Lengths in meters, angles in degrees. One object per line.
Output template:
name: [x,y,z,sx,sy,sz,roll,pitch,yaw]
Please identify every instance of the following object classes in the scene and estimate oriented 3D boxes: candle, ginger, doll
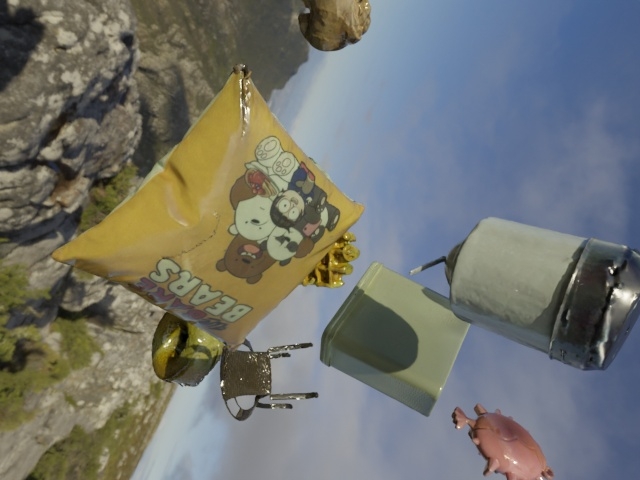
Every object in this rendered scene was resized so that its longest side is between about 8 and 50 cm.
candle: [0.364,0.075,0.779,0.343,0.221,0.221,22,-92,39]
ginger: [0.028,-0.418,0.698,0.213,0.138,0.074,107,0,-47]
doll: [0.447,0.500,1.077,0.211,0.262,0.093,-51,164,-58]

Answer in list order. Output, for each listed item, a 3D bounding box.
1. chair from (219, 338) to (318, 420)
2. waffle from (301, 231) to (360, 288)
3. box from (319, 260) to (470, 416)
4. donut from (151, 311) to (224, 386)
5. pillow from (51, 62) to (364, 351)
chair: [-0.127,0.288,0.926,0.149,0.214,0.174,-40,-132,50]
waffle: [0.001,0.000,1.036,0.219,0.057,0.228,2,-90,42]
box: [0.232,0.278,1.296,0.352,0.344,0.177,-48,155,-40]
donut: [-0.405,0.302,1.297,0.272,0.107,0.271,-11,-109,36]
pillow: [-0.111,-0.012,0.582,0.312,0.310,0.119,-45,-133,1]
